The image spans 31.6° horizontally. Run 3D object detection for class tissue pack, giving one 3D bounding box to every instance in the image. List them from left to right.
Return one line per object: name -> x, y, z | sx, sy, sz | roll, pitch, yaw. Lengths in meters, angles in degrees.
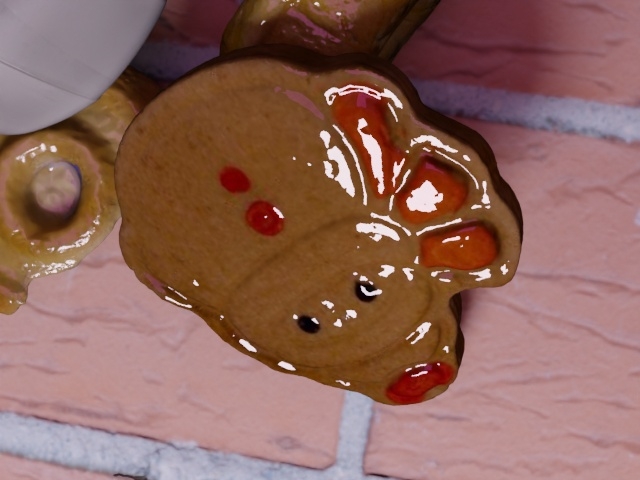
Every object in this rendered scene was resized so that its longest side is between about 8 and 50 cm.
tissue pack -> -0.317, -0.255, 1.000 | 0.236, 0.229, 0.333 | -42, 66, 13

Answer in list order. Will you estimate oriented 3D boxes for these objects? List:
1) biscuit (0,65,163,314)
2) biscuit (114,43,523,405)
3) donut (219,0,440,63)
biscuit -> -0.274, -0.073, 1.112 | 0.274, 0.091, 0.213 | -45, 86, 6
biscuit -> 0.000, 0.000, 1.011 | 0.359, 0.074, 0.381 | -28, 108, 34
donut -> 0.021, -0.218, 1.025 | 0.128, 0.208, 0.261 | 37, 98, 5
